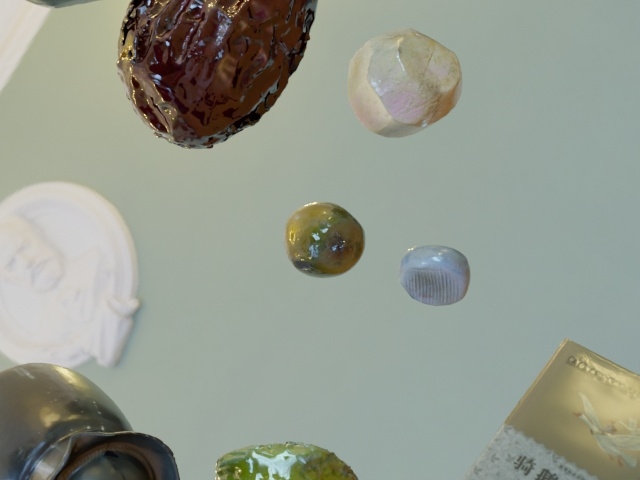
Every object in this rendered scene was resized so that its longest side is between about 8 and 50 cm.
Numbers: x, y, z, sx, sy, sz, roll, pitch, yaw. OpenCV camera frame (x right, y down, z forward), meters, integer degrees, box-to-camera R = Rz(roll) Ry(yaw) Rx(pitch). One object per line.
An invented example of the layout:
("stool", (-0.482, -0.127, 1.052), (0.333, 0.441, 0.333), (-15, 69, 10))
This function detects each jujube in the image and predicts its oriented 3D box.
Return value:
("jujube", (-0.143, -0.304, 1.165), (0.377, 0.258, 0.258), (-58, -12, -27))

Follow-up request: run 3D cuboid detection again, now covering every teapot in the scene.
("teapot", (-0.290, 0.314, 0.923), (0.223, 0.285, 0.305), (12, -92, -43))

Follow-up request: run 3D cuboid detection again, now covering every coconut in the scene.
("coconut", (0.164, -0.307, 1.601), (0.236, 0.197, 0.237), (-28, 0, 0))

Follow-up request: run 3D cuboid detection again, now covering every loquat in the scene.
("loquat", (0.000, 0.000, 1.577), (0.152, 0.152, 0.195), (-47, 24, -20))

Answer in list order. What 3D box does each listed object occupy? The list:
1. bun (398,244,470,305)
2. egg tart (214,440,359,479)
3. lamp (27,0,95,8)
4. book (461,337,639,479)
("bun", (0.216, 0.058, 1.535), (0.141, 0.140, 0.083), (109, 178, -47))
("egg tart", (-0.042, 0.320, 0.999), (0.197, 0.197, 0.078), (108, 170, -49))
("lamp", (-0.268, -0.302, 0.777), (0.182, 0.182, 0.313), (-45, 26, -25))
("book", (0.309, 0.276, 0.970), (0.310, 0.216, 0.021), (-46, -34, -26))
